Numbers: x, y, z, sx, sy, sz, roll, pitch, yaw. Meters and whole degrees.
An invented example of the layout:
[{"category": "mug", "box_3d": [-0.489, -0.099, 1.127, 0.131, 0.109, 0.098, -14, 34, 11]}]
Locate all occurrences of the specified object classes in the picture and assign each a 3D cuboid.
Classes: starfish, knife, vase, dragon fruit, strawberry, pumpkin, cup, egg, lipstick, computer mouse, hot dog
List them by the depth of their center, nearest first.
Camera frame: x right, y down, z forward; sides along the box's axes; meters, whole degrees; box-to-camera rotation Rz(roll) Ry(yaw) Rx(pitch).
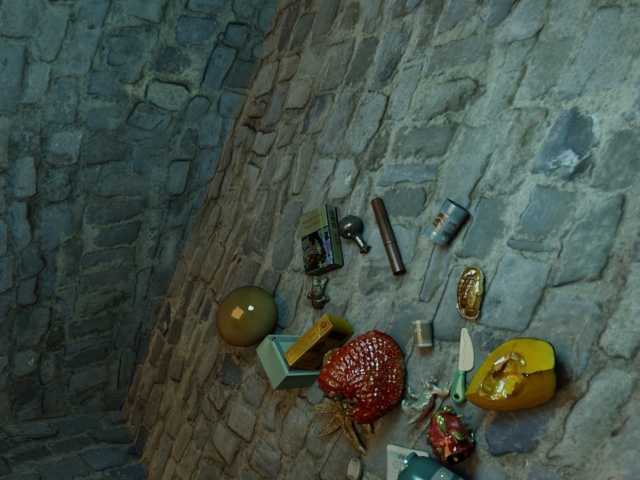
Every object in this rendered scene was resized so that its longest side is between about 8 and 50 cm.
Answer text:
[{"category": "pumpkin", "box_3d": [0.624, 0.427, 1.454, 0.312, 0.148, 0.169, -31, 19, 34]}, {"category": "cup", "box_3d": [0.371, 0.884, 1.502, 0.257, 0.219, 0.290, 23, 110, 38]}, {"category": "dragon fruit", "box_3d": [0.437, 0.659, 1.553, 0.172, 0.160, 0.167, 63, 148, 34]}, {"category": "knife", "box_3d": [0.508, 0.443, 1.617, 0.063, 0.034, 0.261, 5, 81, 43]}, {"category": "hot dog", "box_3d": [0.535, 0.183, 1.628, 0.099, 0.053, 0.192, 9, 90, 44]}, {"category": "cup", "box_3d": [0.376, 0.358, 1.740, 0.102, 0.074, 0.099, -18, 69, 43]}, {"category": "strawberry", "box_3d": [0.184, 0.527, 1.806, 0.312, 0.267, 0.351, 38, 79, 12]}, {"category": "computer mouse", "box_3d": [0.147, 0.941, 1.876, 0.066, 0.039, 0.096, 5, 77, 47]}, {"category": "lipstick", "box_3d": [0.284, -0.023, 1.939, 0.057, 0.057, 0.357, -34, 58, 37]}, {"category": "starfish", "box_3d": [0.088, 0.763, 1.963, 0.302, 0.060, 0.299, -26, 69, 34]}, {"category": "vase", "box_3d": [0.158, -0.024, 2.045, 0.120, 0.120, 0.183, -44, 70, 31]}, {"category": "egg", "box_3d": [-0.387, 0.396, 2.372, 0.374, 0.301, 0.301, -39, 55, 34]}]

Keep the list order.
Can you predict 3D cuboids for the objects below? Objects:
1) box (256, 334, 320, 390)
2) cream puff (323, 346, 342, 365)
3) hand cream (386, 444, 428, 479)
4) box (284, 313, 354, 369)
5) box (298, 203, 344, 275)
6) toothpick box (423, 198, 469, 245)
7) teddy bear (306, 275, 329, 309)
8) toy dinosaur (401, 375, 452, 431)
[{"category": "box", "box_3d": [-0.143, 0.562, 2.133, 0.117, 0.224, 0.225, -52, 50, 23]}, {"category": "cream puff", "box_3d": [0.083, 0.530, 1.990, 0.144, 0.103, 0.126, -35, 71, 37]}, {"category": "hand cream", "box_3d": [0.303, 0.952, 1.670, 0.185, 0.118, 0.359, -12, 61, 46]}, {"category": "box", "box_3d": [-0.006, 0.450, 2.011, 0.274, 0.174, 0.076, -45, 52, 14]}, {"category": "box", "box_3d": [0.000, 0.000, 2.214, 0.198, 0.084, 0.310, -24, 64, 41]}, {"category": "toothpick box", "box_3d": [0.472, -0.068, 1.717, 0.101, 0.101, 0.153, 48, 116, 41]}, {"category": "teddy bear", "box_3d": [-0.013, 0.249, 2.173, 0.119, 0.078, 0.161, 2, 86, 26]}, {"category": "toy dinosaur", "box_3d": [0.378, 0.613, 1.691, 0.167, 0.053, 0.242, 16, 84, 40]}]
